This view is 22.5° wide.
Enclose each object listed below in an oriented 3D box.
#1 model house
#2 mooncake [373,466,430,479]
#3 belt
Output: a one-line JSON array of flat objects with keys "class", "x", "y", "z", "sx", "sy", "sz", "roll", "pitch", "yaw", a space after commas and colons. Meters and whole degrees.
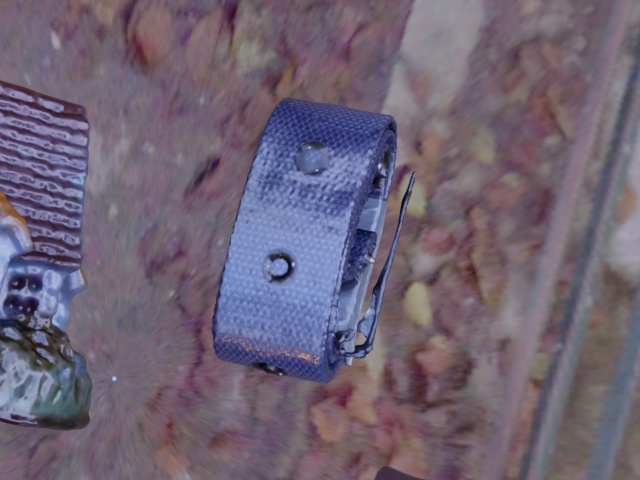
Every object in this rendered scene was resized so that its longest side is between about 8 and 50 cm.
[{"class": "model house", "x": -0.364, "y": -0.028, "z": 1.517, "sx": 0.360, "sy": 0.297, "sz": 0.339, "roll": 15, "pitch": 88, "yaw": -26}, {"class": "mooncake", "x": 0.041, "y": 0.349, "z": 1.271, "sx": 0.326, "sy": 0.334, "sz": 0.174, "roll": -59, "pitch": 137, "yaw": -25}, {"class": "belt", "x": 0.000, "y": 0.000, "z": 1.301, "sx": 0.126, "sy": 0.139, "sz": 0.230, "roll": 11, "pitch": 72, "yaw": 12}]
